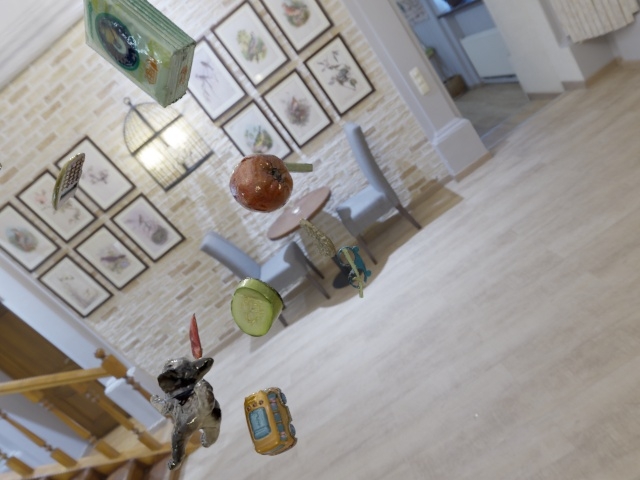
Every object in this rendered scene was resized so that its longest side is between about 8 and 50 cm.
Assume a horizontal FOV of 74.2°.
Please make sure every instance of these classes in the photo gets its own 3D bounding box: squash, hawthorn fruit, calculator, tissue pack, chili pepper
[{"bbox_3d":[-0.263,0.255,1.675,0.220,0.220,0.133,-23,17,39],"label":"squash"},{"bbox_3d":[-0.197,-0.163,1.310,0.225,0.196,0.196,-22,25,44],"label":"hawthorn fruit"},{"bbox_3d":[-0.935,-0.228,1.570,0.236,0.033,0.157,-53,15,29],"label":"calculator"},{"bbox_3d":[-0.659,-0.719,1.534,0.162,0.388,0.287,-53,5,-34],"label":"tissue pack"},{"bbox_3d":[-0.572,0.467,1.941,0.050,0.268,0.059,-9,-14,-21],"label":"chili pepper"}]

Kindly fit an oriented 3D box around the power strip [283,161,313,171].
[{"bbox_3d":[-0.134,-0.324,1.875,0.080,0.048,0.286,6,11,39],"label":"power strip"}]

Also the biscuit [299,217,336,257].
[{"bbox_3d":[0.004,0.003,1.848,0.133,0.250,0.032,21,63,44],"label":"biscuit"}]

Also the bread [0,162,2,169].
[{"bbox_3d":[-1.448,-0.295,1.737,0.077,0.138,0.361,-22,31,-1],"label":"bread"}]

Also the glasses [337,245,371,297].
[{"bbox_3d":[0.146,0.157,1.914,0.102,0.239,0.207,-17,26,22],"label":"glasses"}]

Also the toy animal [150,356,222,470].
[{"bbox_3d":[-0.439,0.508,1.400,0.344,0.194,0.302,42,123,42],"label":"toy animal"}]

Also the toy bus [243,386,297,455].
[{"bbox_3d":[-0.174,0.590,1.385,0.126,0.136,0.209,-28,63,10],"label":"toy bus"}]
